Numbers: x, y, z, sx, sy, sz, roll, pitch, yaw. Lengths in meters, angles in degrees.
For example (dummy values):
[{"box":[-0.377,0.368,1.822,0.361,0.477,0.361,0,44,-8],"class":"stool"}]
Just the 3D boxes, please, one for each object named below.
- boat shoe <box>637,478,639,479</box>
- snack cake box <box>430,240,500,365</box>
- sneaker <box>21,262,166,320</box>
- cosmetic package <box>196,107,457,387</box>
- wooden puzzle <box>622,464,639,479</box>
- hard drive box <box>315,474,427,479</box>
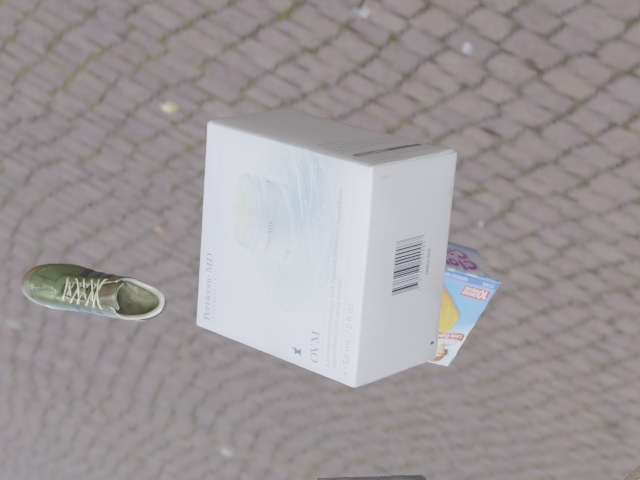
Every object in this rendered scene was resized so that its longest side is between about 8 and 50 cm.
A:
[{"box":[0.298,0.229,1.183,0.116,0.099,0.319,6,156,-19],"class":"boat shoe"},{"box":[0.086,0.064,2.003,0.264,0.152,0.089,14,-154,-29],"class":"snack cake box"},{"box":[-0.293,0.067,1.991,0.192,0.064,0.086,13,170,-24],"class":"sneaker"},{"box":[0.000,0.000,1.523,0.224,0.224,0.138,18,-159,40],"class":"cosmetic package"},{"box":[0.373,0.344,1.308,0.348,0.322,0.080,45,162,25],"class":"wooden puzzle"},{"box":[0.065,0.474,2.272,0.181,0.232,0.089,1,-150,-20],"class":"hard drive box"}]
